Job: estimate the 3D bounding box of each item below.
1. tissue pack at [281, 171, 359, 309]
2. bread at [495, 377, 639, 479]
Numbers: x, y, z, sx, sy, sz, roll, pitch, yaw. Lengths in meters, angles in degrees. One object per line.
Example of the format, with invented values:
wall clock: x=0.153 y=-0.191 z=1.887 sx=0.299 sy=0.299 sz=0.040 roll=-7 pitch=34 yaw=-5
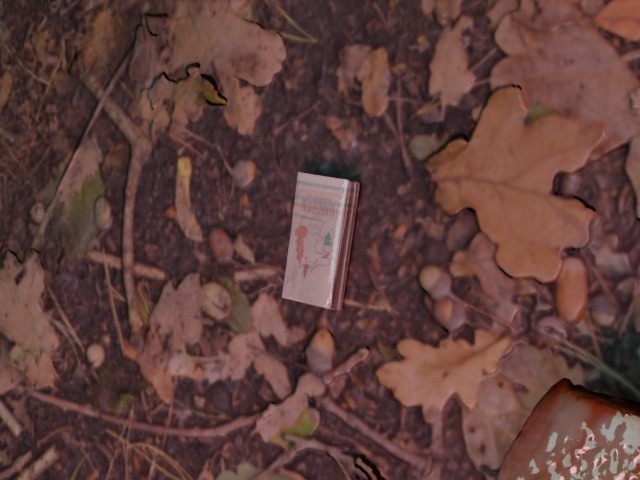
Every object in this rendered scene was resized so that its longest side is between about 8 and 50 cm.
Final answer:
tissue pack: x=0.000 y=0.000 z=1.228 sx=0.056 sy=0.023 sz=0.108 roll=13 pitch=97 yaw=37
bread: x=0.205 y=0.279 z=1.004 sx=0.295 sy=0.114 sz=0.328 roll=43 pitch=113 yaw=29
